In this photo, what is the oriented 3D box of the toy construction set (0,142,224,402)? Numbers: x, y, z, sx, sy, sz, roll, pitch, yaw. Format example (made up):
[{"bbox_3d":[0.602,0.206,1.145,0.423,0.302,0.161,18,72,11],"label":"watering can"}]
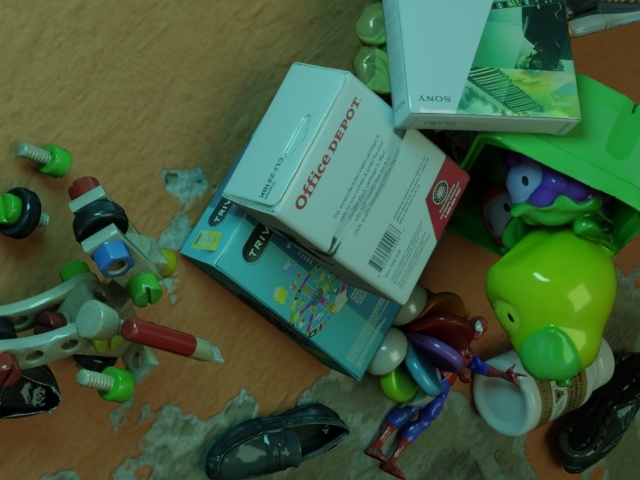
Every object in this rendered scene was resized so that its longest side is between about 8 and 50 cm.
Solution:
[{"bbox_3d":[-0.219,0.078,1.452,0.237,0.309,0.257,23,95,-48],"label":"toy construction set"}]

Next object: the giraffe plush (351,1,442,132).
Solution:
[{"bbox_3d":[0.119,-0.243,1.746,0.210,0.170,0.181,38,82,-18],"label":"giraffe plush"}]

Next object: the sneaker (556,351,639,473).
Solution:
[{"bbox_3d":[0.506,0.306,2.317,0.267,0.101,0.106,-43,147,-23],"label":"sneaker"}]

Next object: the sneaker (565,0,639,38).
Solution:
[{"bbox_3d":[0.414,-0.408,1.984,0.321,0.125,0.180,-22,100,-54],"label":"sneaker"}]

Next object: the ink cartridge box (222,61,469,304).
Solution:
[{"bbox_3d":[0.036,-0.069,1.637,0.273,0.114,0.197,36,78,-42],"label":"ink cartridge box"}]

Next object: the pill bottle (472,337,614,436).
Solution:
[{"bbox_3d":[0.370,0.224,2.126,0.229,0.131,0.131,-18,114,-38],"label":"pill bottle"}]

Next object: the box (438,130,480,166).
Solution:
[{"bbox_3d":[0.213,-0.183,1.932,0.094,0.027,0.137,-42,127,-23],"label":"box"}]

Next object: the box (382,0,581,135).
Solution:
[{"bbox_3d":[0.193,-0.292,1.629,0.232,0.058,0.322,0,75,-18],"label":"box"}]

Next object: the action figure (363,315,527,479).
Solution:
[{"bbox_3d":[0.200,0.239,1.979,0.280,0.139,0.091,-57,133,-17],"label":"action figure"}]

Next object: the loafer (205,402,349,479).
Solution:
[{"bbox_3d":[-0.057,0.280,1.791,0.223,0.078,0.076,-16,112,-38],"label":"loafer"}]

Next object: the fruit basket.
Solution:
[{"bbox_3d":[0.295,-0.004,1.781,0.392,0.283,0.392,-62,177,-6],"label":"fruit basket"}]

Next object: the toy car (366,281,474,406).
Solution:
[{"bbox_3d":[0.154,0.153,1.893,0.159,0.136,0.182,47,58,-42],"label":"toy car"}]

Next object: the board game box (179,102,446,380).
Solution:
[{"bbox_3d":[0.000,0.000,1.759,0.336,0.079,0.253,42,74,-41],"label":"board game box"}]

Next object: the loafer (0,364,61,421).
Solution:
[{"bbox_3d":[-0.384,0.164,1.460,0.220,0.078,0.080,1,102,-42],"label":"loafer"}]
